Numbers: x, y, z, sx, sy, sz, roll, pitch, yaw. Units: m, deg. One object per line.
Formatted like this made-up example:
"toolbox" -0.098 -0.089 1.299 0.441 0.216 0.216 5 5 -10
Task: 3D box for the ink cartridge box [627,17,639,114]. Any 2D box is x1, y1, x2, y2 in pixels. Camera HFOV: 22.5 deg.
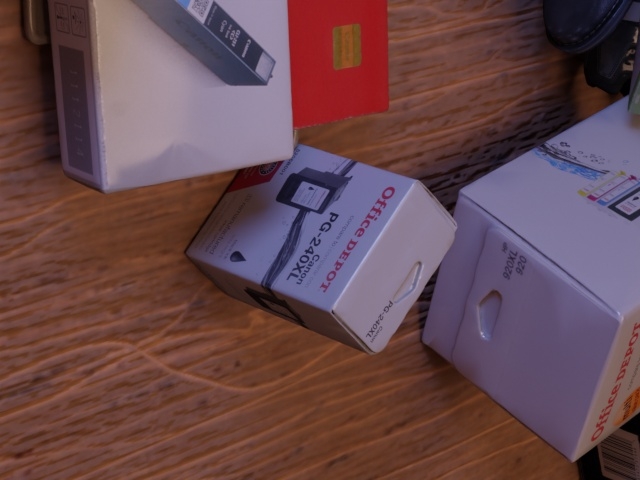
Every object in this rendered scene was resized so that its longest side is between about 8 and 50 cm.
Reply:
"ink cartridge box" 0.279 -0.232 1.224 0.171 0.056 0.235 86 14 -68

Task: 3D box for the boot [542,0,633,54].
"boot" 0.146 -0.281 1.200 0.229 0.091 0.263 4 97 -40

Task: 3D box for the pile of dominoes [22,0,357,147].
"pile of dominoes" -0.083 -0.184 1.044 0.251 0.040 0.196 21 89 -38

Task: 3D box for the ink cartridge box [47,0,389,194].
"ink cartridge box" -0.045 -0.197 1.002 0.261 0.066 0.296 -14 110 -33

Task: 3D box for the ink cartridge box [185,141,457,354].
"ink cartridge box" 0.000 0.000 1.090 0.109 0.150 0.063 -57 135 -15

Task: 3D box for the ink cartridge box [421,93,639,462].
"ink cartridge box" 0.227 0.024 1.282 0.232 0.168 0.171 -29 144 -34

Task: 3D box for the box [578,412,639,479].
"box" 0.339 0.143 1.510 0.207 0.108 0.153 -35 126 -32

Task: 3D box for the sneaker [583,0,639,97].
"sneaker" 0.304 -0.158 1.397 0.234 0.078 0.106 3 105 -41
